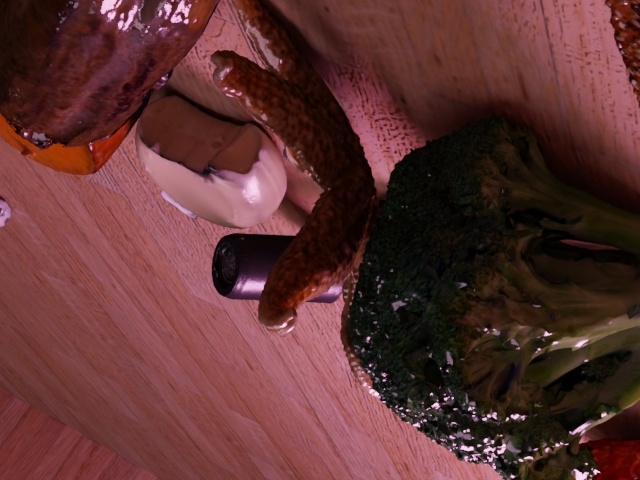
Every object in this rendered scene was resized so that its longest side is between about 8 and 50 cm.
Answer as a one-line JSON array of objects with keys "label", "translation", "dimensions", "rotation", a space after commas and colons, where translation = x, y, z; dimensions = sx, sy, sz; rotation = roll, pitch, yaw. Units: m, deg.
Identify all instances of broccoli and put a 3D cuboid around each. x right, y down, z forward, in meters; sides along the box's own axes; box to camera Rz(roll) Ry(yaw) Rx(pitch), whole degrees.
[{"label": "broccoli", "translation": [0.145, 0.049, 1.120], "dimensions": [0.245, 0.265, 0.294], "rotation": [2, 114, 6]}]

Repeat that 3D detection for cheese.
[{"label": "cheese", "translation": [-0.106, -0.056, 1.474], "dimensions": [0.163, 0.071, 0.249], "rotation": [30, 161, 14]}]

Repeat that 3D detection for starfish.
[{"label": "starfish", "translation": [-0.003, -0.044, 1.198], "dimensions": [0.327, 0.094, 0.375], "rotation": [-42, -64, -79]}]

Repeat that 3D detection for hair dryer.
[{"label": "hair dryer", "translation": [0.000, 0.000, 1.407], "dimensions": [0.128, 0.070, 0.255], "rotation": [2, 161, -29]}]

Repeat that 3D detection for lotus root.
[{"label": "lotus root", "translation": [-0.207, -0.160, 1.228], "dimensions": [0.167, 0.078, 0.329], "rotation": [33, 142, -8]}]

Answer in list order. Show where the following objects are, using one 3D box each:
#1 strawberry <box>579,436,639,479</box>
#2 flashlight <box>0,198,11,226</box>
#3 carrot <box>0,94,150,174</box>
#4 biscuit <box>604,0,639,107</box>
[{"label": "strawberry", "translation": [0.306, 0.240, 1.475], "dimensions": [0.190, 0.111, 0.236], "rotation": [11, 144, -20]}, {"label": "flashlight", "translation": [-0.554, -0.076, 2.196], "dimensions": [0.200, 0.047, 0.093], "rotation": [27, 160, 19]}, {"label": "carrot", "translation": [-0.314, -0.191, 1.452], "dimensions": [0.307, 0.100, 0.258], "rotation": [30, 156, 14]}, {"label": "biscuit", "translation": [0.244, -0.092, 0.883], "dimensions": [0.131, 0.026, 0.237], "rotation": [21, 156, 38]}]
